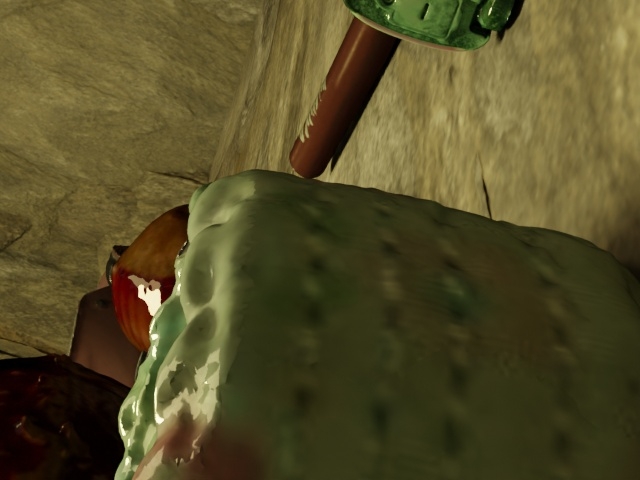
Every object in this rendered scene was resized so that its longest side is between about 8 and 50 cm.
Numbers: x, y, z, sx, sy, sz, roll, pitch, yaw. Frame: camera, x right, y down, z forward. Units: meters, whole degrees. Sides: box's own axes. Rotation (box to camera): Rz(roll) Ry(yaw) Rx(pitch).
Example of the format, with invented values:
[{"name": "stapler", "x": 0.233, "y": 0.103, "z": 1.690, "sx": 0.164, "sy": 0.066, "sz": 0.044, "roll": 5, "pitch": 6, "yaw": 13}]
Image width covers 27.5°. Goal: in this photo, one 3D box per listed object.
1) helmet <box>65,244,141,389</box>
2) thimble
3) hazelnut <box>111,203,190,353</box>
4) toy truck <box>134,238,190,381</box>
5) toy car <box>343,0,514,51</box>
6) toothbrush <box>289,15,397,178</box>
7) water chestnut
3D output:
[{"name": "helmet", "x": -0.243, "y": 0.163, "z": 1.686, "sx": 0.271, "sy": 0.197, "sz": 0.338, "roll": -63, "pitch": 4, "yaw": 14}, {"name": "thimble", "x": 0.009, "y": 0.073, "z": 0.412, "sx": 0.211, "sy": 0.149, "sz": 0.185, "roll": -87, "pitch": 14, "yaw": -54}, {"name": "hazelnut", "x": -0.113, "y": 0.044, "z": 1.291, "sx": 0.202, "sy": 0.160, "sz": 0.170, "roll": -26, "pitch": -20, "yaw": -49}, {"name": "toy truck", "x": -0.023, "y": 0.076, "z": 0.705, "sx": 0.268, "sy": 0.124, "sz": 0.155, "roll": -101, "pitch": 35, "yaw": -67}, {"name": "toy car", "x": 0.080, "y": -0.205, "z": 0.647, "sx": 0.076, "sy": 0.090, "sz": 0.224, "roll": -83, "pitch": 12, "yaw": -60}, {"name": "toothbrush", "x": 0.038, "y": -0.154, "z": 0.988, "sx": 0.364, "sy": 0.041, "sz": 0.040, "roll": 120, "pitch": 163, "yaw": -56}, {"name": "water chestnut", "x": -0.225, "y": 0.251, "z": 0.931, "sx": 0.350, "sy": 0.302, "sz": 0.350, "roll": 170, "pitch": 90, "yaw": -85}]
